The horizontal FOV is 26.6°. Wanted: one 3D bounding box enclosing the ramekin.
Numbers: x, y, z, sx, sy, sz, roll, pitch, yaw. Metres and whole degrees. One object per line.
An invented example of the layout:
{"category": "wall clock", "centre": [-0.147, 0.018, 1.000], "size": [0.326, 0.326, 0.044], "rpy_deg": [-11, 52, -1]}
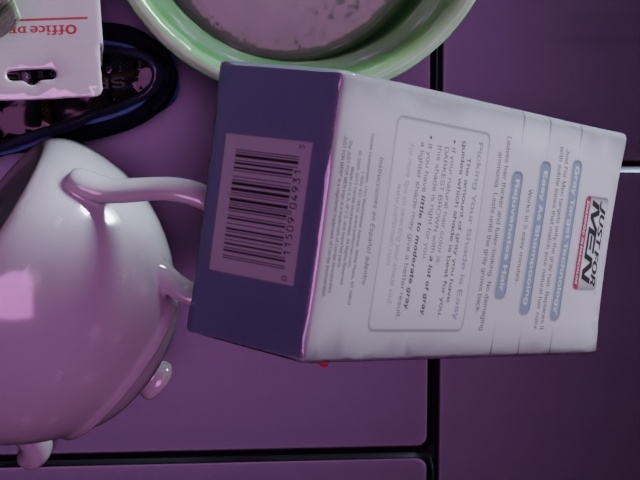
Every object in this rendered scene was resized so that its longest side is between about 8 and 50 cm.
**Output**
{"category": "ramekin", "centre": [-0.021, -0.260, 1.065], "size": [0.303, 0.148, 0.304], "rpy_deg": [-1, 94, -7]}

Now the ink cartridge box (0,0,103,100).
{"category": "ink cartridge box", "centre": [-0.215, -0.184, 0.992], "size": [0.104, 0.060, 0.180], "rpy_deg": [-3, 83, -9]}

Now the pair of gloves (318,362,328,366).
{"category": "pair of gloves", "centre": [0.000, 0.000, 1.150], "size": [0.159, 0.023, 0.198], "rpy_deg": [-45, 98, -2]}

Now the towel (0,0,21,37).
{"category": "towel", "centre": [-0.368, -0.235, 0.989], "size": [0.248, 0.038, 0.325], "rpy_deg": [-30, 75, 19]}

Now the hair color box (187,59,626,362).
{"category": "hair color box", "centre": [0.081, -0.013, 1.003], "size": [0.374, 0.113, 0.185], "rpy_deg": [4, 95, -49]}

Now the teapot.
{"category": "teapot", "centre": [-0.189, 0.057, 1.021], "size": [0.187, 0.256, 0.253], "rpy_deg": [35, 81, -18]}

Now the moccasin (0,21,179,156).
{"category": "moccasin", "centre": [-0.284, -0.125, 1.058], "size": [0.342, 0.117, 0.138], "rpy_deg": [-14, 95, -6]}
